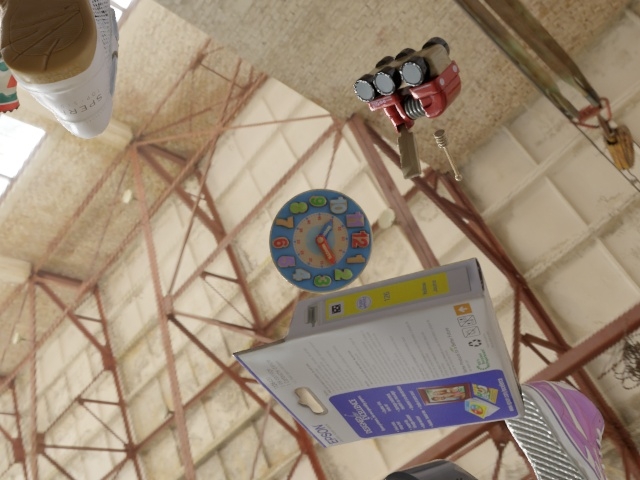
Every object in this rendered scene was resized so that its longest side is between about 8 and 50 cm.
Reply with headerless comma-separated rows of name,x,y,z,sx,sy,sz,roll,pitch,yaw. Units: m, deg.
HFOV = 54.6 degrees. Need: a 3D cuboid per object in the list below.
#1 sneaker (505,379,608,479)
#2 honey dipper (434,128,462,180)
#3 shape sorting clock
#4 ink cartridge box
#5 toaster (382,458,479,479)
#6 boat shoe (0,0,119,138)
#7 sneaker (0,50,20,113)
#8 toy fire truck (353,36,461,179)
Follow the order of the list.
sneaker,0.406,0.341,0.939,0.102,0.161,0.282,-49,-130,43
honey dipper,0.328,-0.211,1.574,0.030,0.161,0.030,-20,-142,16
shape sorting clock,0.000,0.000,1.212,0.206,0.040,0.206,0,-96,3
ink cartridge box,0.091,0.168,0.820,0.307,0.304,0.072,-13,-133,18
toaster,0.114,0.337,0.685,0.129,0.146,0.227,30,-80,32
boat shoe,-0.236,-0.195,0.570,0.098,0.096,0.277,-15,-130,-5
sneaker,-0.370,-0.161,0.591,0.057,0.161,0.075,28,-63,33
toy fire truck,0.210,-0.284,1.373,0.217,0.246,0.158,-6,-146,50
